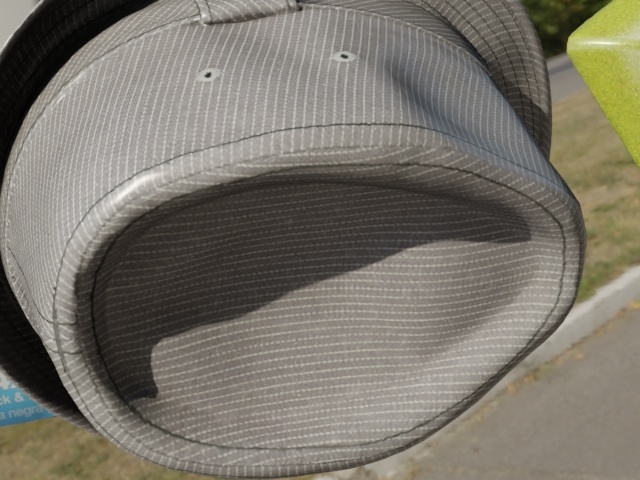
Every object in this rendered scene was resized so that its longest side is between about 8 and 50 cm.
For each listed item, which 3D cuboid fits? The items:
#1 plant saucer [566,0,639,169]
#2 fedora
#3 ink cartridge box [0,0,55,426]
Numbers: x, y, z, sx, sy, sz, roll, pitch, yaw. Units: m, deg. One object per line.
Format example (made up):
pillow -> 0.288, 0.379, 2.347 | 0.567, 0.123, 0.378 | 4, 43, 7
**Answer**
plant saucer -> 0.298, -0.120, 0.723 | 0.188, 0.188, 0.045 | -39, 13, -14
fedora -> 0.000, 0.000, 0.386 | 0.276, 0.243, 0.124 | -3, 24, -20
ink cartridge box -> -0.232, -0.052, 0.569 | 0.197, 0.270, 0.198 | -9, 22, -8
